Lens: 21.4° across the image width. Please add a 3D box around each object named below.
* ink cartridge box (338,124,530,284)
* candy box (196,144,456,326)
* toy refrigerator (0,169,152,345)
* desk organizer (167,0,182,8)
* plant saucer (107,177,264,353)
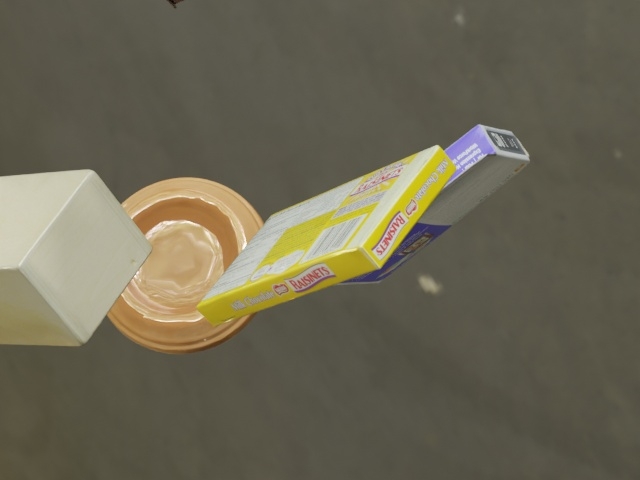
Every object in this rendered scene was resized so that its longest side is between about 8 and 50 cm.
[{"bbox_3d":[0.093,-0.032,1.618,0.045,0.206,0.208,54,-165,9],"label":"ink cartridge box"},{"bbox_3d":[0.000,0.000,1.173,0.027,0.105,0.206,50,145,-13],"label":"candy box"},{"bbox_3d":[-0.264,0.019,1.313,0.269,0.102,0.094,-2,134,41],"label":"toy refrigerator"},{"bbox_3d":[-0.100,-0.203,1.169,0.130,0.050,0.047,29,-142,-83],"label":"desk organizer"},{"bbox_3d":[-0.152,0.023,1.842,0.200,0.200,0.037,53,175,17],"label":"plant saucer"}]
